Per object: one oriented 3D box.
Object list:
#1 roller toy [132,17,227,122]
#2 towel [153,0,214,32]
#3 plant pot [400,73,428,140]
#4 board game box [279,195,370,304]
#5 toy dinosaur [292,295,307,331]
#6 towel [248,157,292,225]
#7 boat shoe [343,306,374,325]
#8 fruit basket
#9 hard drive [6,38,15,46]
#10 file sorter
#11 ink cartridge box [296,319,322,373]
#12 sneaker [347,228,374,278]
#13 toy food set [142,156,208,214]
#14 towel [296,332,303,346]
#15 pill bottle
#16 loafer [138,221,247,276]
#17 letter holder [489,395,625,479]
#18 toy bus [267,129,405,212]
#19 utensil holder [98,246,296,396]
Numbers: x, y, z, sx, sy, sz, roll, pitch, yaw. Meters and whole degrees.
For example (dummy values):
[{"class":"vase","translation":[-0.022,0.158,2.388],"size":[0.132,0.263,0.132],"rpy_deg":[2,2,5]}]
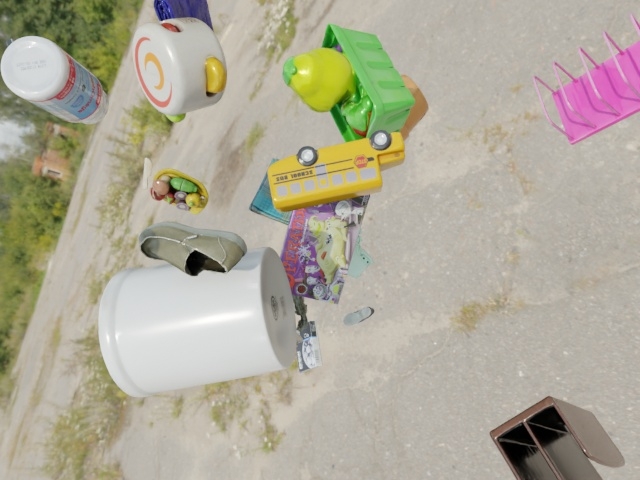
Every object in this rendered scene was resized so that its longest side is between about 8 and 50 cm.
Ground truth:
[{"class":"roller toy","translation":[-0.303,-0.385,0.990],"size":[0.209,0.146,0.191],"rpy_deg":[-18,100,52]},{"class":"towel","translation":[-0.460,-0.756,1.571],"size":[0.308,0.076,0.228],"rpy_deg":[-73,-13,-49]},{"class":"plant pot","translation":[0.352,-0.609,2.043],"size":[0.203,0.291,0.291],"rpy_deg":[-37,39,9]},{"class":"board game box","translation":[0.000,0.000,1.310],"size":[0.056,0.208,0.347],"rpy_deg":[-119,44,-78]},{"class":"toy dinosaur","translation":[-0.087,0.192,1.578],"size":[0.118,0.063,0.268],"rpy_deg":[-120,13,-59]},{"class":"towel","translation":[-0.066,-0.158,1.779],"size":[0.040,0.369,0.272],"rpy_deg":[124,167,-58]},{"class":"boat shoe","translation":[0.135,0.267,1.582],"size":[0.125,0.038,0.046],"rpy_deg":[-37,62,31]},{"class":"fruit basket","translation":[0.051,-0.449,1.347],"size":[0.283,0.391,0.393],"rpy_deg":[112,161,-61]},{"class":"hard drive","translation":[-0.797,-0.465,1.224],"size":[0.094,0.022,0.135],"rpy_deg":[73,171,-79]},{"class":"file sorter","translation":[0.796,-0.457,1.286],"size":[0.290,0.182,0.202],"rpy_deg":[-30,55,44]},{"class":"ink cartridge box","translation":[-0.074,0.495,2.070],"size":[0.208,0.045,0.207],"rpy_deg":[-38,55,49]},{"class":"sneaker","translation":[0.129,0.005,1.556],"size":[0.256,0.151,0.094],"rpy_deg":[-65,15,-1]},{"class":"toy food set","translation":[-0.458,-0.147,1.378],"size":[0.128,0.217,0.071],"rpy_deg":[-59,11,35]},{"class":"towel","translation":[-0.161,0.304,1.626],"size":[0.049,0.282,0.187],"rpy_deg":[-44,69,-3]},{"class":"pill bottle","translation":[-0.383,-0.228,0.670],"size":[0.160,0.087,0.087],"rpy_deg":[156,131,-88]},{"class":"loafer","translation":[-0.284,0.022,0.955],"size":[0.250,0.094,0.088],"rpy_deg":[2,48,17]},{"class":"letter holder","translation":[0.528,0.474,0.931],"size":[0.152,0.301,0.215],"rpy_deg":[-43,44,20]},{"class":"toy bus","translation":[0.042,-0.168,1.102],"size":[0.108,0.332,0.130],"rpy_deg":[58,-159,-82]},{"class":"utensil holder","translation":[-0.284,0.197,1.126],"size":[0.385,0.328,0.328],"rpy_deg":[-11,57,9]}]
